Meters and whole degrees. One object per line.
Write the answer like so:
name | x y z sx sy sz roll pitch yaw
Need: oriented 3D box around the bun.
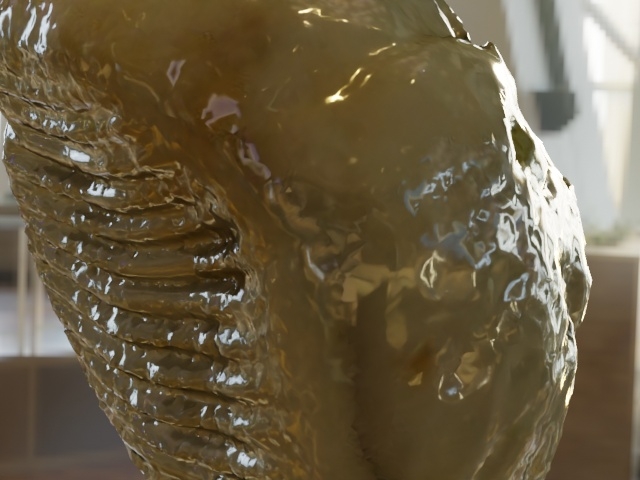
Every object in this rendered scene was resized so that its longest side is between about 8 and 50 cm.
bun | 0.000 0.000 0.908 0.219 0.365 0.365 -28 17 -22
